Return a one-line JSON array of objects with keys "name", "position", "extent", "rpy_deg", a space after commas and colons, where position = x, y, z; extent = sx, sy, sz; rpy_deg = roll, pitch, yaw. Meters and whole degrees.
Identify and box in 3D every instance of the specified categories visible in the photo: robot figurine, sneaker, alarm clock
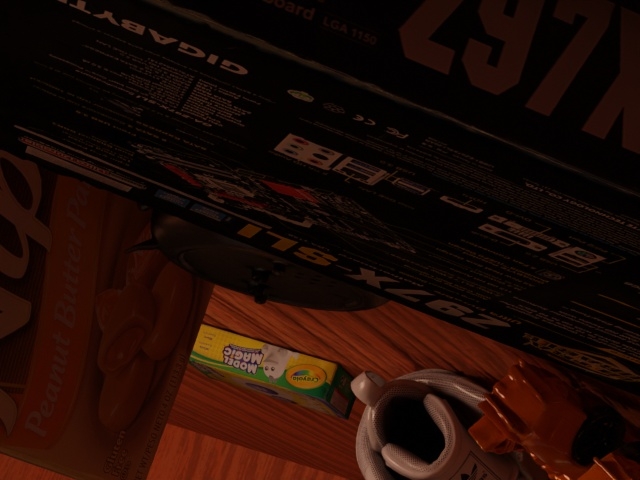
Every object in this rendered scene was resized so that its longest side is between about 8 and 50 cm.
[{"name": "robot figurine", "position": [0.236, 0.197, 1.067], "extent": [0.291, 0.085, 0.211], "rpy_deg": [37, -171, -42]}, {"name": "sneaker", "position": [0.155, 0.243, 1.195], "extent": [0.366, 0.137, 0.210], "rpy_deg": [44, 175, 25]}, {"name": "alarm clock", "position": [0.000, 0.000, 0.735], "extent": [0.192, 0.064, 0.129], "rpy_deg": [11, 166, -4]}]

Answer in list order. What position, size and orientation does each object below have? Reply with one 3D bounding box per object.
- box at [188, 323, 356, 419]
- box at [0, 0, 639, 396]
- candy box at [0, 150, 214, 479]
[{"name": "box", "position": [-0.060, 0.125, 1.444], "extent": [0.179, 0.043, 0.105], "rpy_deg": [17, 167, 19]}, {"name": "box", "position": [0.042, -0.034, 0.492], "extent": [0.322, 0.079, 0.257], "rpy_deg": [21, 170, -9]}, {"name": "candy box", "position": [-0.172, 0.007, 0.746], "extent": [0.087, 0.183, 0.316], "rpy_deg": [12, 166, 28]}]
